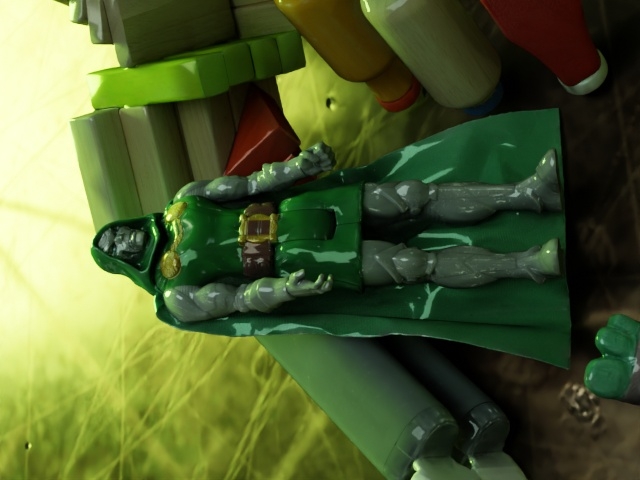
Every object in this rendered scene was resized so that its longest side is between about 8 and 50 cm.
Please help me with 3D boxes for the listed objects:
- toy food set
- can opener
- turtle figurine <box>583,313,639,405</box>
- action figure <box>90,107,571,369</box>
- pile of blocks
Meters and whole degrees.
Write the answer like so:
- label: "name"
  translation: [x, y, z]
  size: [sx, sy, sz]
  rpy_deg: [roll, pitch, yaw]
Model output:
- label: "toy food set"
  translation: [0.104, -0.138, 0.750]
  size: [0.232, 0.104, 0.111]
  rpy_deg: [-35, 46, 10]
- label: "can opener"
  translation: [0.044, 0.103, 0.749]
  size: [0.280, 0.074, 0.093]
  rpy_deg: [48, 118, 36]
- label: "turtle figurine"
  translation: [0.202, 0.075, 0.592]
  size: [0.234, 0.118, 0.175]
  rpy_deg: [-16, 46, 53]
- label: "action figure"
  translation: [0.000, 0.000, 0.750]
  size: [0.232, 0.063, 0.137]
  rpy_deg: [-5, 59, 12]
- label: "pile of blocks"
  translation: [-0.046, -0.163, 0.825]
  size: [0.113, 0.149, 0.362]
  rpy_deg: [-3, 80, 40]
